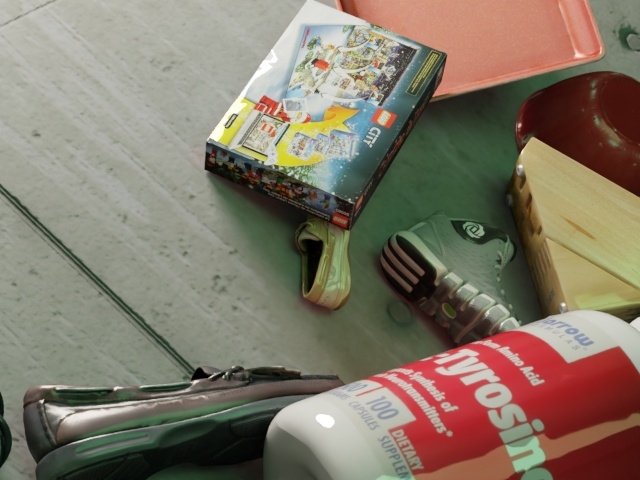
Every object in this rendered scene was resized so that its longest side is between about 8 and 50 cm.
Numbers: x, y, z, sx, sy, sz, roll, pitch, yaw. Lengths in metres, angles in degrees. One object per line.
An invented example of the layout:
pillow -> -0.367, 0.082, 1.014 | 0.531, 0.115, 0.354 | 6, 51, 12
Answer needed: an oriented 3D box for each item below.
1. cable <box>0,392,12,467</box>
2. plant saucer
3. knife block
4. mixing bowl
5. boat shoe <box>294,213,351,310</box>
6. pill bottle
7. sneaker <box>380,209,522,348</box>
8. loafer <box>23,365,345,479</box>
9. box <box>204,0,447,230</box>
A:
cable -> -0.330, 0.129, 1.400 | 0.150, 0.047, 0.185 | -4, 64, -32
plant saucer -> 0.144, -0.266, 1.847 | 0.259, 0.048, 0.259 | -14, 69, -2
knife block -> 0.340, 0.017, 1.776 | 0.242, 0.088, 0.276 | -9, 65, -11
mixing bowl -> 0.314, -0.117, 1.887 | 0.181, 0.098, 0.181 | 14, 56, -21
boat shoe -> 0.000, 0.000, 1.665 | 0.045, 0.050, 0.135 | 11, 57, -30
pill bottle -> 0.175, 0.193, 1.479 | 0.407, 0.229, 0.229 | -17, 71, -24
sneaker -> 0.176, 0.056, 1.713 | 0.229, 0.086, 0.132 | 48, 48, 5
loafer -> -0.110, 0.141, 1.485 | 0.302, 0.109, 0.095 | -9, 63, -31
box -> 0.008, -0.129, 1.713 | 0.159, 0.044, 0.233 | 24, 52, 11
